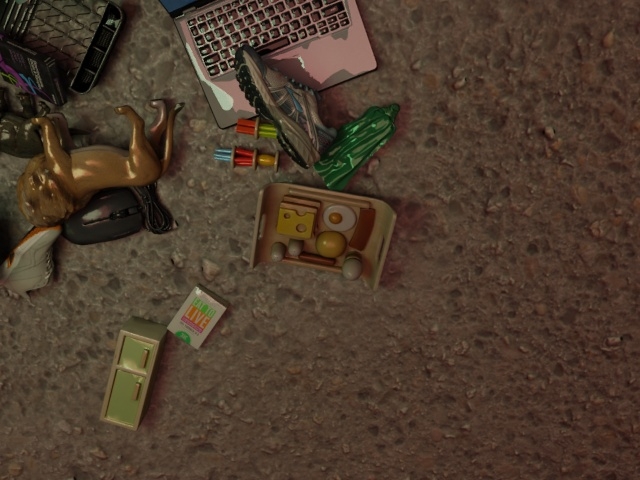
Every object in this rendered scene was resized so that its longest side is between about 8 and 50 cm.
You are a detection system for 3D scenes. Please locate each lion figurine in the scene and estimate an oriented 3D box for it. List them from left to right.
[{"bbox_3d":[-0.469,-0.164,1.280,0.392,0.142,0.240,-9,108,-3],"label":"lion figurine"}]

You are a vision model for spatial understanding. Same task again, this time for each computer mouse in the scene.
[{"bbox_3d":[-0.506,-0.064,1.387,0.272,0.072,0.189,-17,107,7],"label":"computer mouse"}]

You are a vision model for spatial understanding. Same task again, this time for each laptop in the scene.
[{"bbox_3d":[-0.127,-0.461,1.162,0.382,0.236,0.408,-19,106,9],"label":"laptop"}]

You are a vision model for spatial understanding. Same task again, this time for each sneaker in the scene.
[{"bbox_3d":[-0.672,0.045,1.417,0.262,0.099,0.121,-36,115,29],"label":"sneaker"},{"bbox_3d":[-0.071,-0.295,1.247,0.122,0.110,0.283,-40,111,-13],"label":"sneaker"}]

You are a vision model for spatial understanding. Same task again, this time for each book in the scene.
[{"bbox_3d":[-0.307,0.190,1.482,0.096,0.035,0.144,35,107,-4],"label":"book"}]

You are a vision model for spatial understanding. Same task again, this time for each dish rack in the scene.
[{"bbox_3d":[-0.566,-0.466,1.264,0.271,0.074,0.208,30,105,-7],"label":"dish rack"}]

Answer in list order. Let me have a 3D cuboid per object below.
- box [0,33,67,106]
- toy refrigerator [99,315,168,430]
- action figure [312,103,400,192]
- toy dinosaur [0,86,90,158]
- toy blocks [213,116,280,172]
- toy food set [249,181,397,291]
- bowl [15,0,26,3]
[{"bbox_3d":[-0.625,-0.364,1.267,0.162,0.029,0.116,24,144,11],"label":"box"},{"bbox_3d":[-0.474,0.339,1.501,0.102,0.094,0.270,18,107,-3],"label":"toy refrigerator"},{"bbox_3d":[0.084,-0.223,1.317,0.232,0.063,0.137,-37,100,17],"label":"action figure"},{"bbox_3d":[-0.682,-0.246,1.331,0.313,0.121,0.160,1,122,-19],"label":"toy dinosaur"},{"bbox_3d":[-0.164,-0.219,1.331,0.148,0.054,0.123,7,112,0],"label":"toy blocks"},{"bbox_3d":[0.000,0.000,1.348,0.306,0.092,0.220,10,123,-1],"label":"toy food set"},{"bbox_3d":[-0.506,-0.596,1.057,0.311,0.311,0.163,-38,130,13],"label":"bowl"}]
